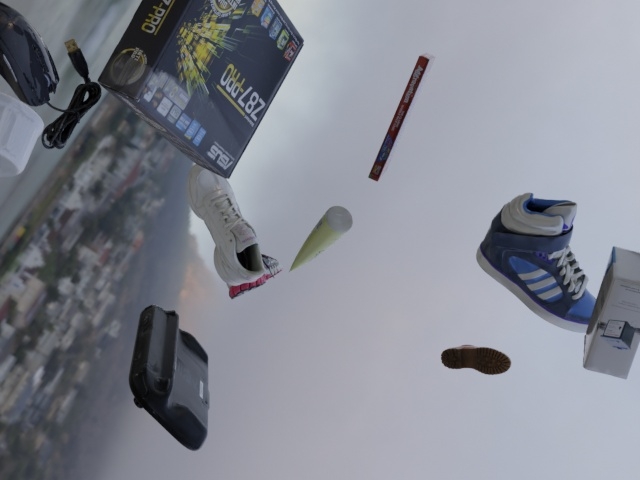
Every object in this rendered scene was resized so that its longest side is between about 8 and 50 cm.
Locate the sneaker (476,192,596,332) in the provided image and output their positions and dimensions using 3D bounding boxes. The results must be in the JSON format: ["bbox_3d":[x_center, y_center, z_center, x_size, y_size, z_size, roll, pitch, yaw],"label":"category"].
[{"bbox_3d":[0.509,0.035,1.934,0.130,0.323,0.236,-47,169,-48],"label":"sneaker"}]

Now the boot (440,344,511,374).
[{"bbox_3d":[0.352,0.253,1.988,0.158,0.085,0.059,4,-84,36],"label":"boot"}]

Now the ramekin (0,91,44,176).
[{"bbox_3d":[-0.824,-0.259,2.195,0.277,0.277,0.135,-25,-130,61],"label":"ramekin"}]

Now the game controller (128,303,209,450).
[{"bbox_3d":[-0.247,0.222,1.521,0.067,0.166,0.319,-29,-160,5],"label":"game controller"}]

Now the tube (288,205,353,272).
[{"bbox_3d":[0.000,0.000,1.942,0.240,0.070,0.062,134,-45,-59],"label":"tube"}]

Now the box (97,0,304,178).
[{"bbox_3d":[-0.193,-0.319,1.604,0.318,0.097,0.395,-60,158,-6],"label":"box"}]

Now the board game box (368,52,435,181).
[{"bbox_3d":[0.178,-0.271,1.987,0.145,0.027,0.281,-53,166,-72],"label":"board game box"}]

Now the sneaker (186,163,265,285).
[{"bbox_3d":[-0.203,-0.044,2.089,0.114,0.305,0.152,-29,-167,-32],"label":"sneaker"}]

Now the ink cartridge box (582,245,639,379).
[{"bbox_3d":[0.532,0.127,1.620,0.139,0.082,0.190,-56,156,-60],"label":"ink cartridge box"}]

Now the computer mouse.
[{"bbox_3d":[-0.436,-0.293,1.444,0.060,0.262,0.184,-10,-145,30],"label":"computer mouse"}]

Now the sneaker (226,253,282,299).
[{"bbox_3d":[-0.180,0.063,2.341,0.121,0.112,0.299,-25,-178,8],"label":"sneaker"}]
